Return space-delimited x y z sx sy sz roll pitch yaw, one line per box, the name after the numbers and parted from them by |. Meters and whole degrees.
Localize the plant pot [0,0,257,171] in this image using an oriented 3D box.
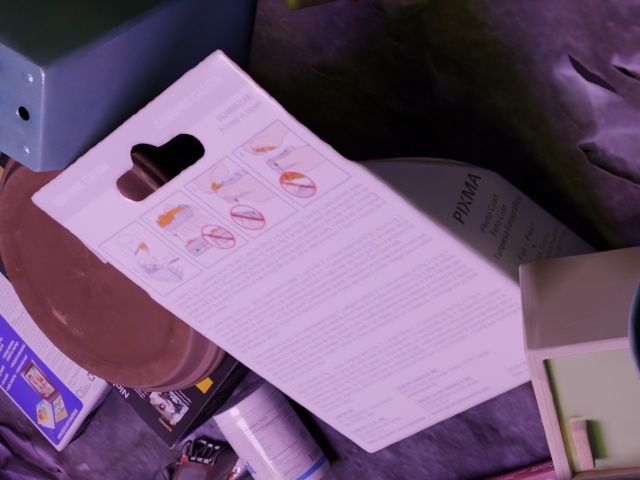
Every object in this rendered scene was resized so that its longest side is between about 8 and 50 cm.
-0.189 -0.166 1.582 0.165 0.234 0.165 30 134 21 | plant pot

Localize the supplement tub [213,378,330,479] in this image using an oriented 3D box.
-0.046 0.192 1.828 0.071 0.071 0.107 -30 96 48 | supplement tub

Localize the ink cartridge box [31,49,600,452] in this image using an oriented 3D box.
0.000 0.000 1.544 0.385 0.091 0.308 38 142 -17 | ink cartridge box

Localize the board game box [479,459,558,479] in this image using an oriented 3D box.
0.191 0.270 1.681 0.281 0.027 0.145 -23 100 40 | board game box

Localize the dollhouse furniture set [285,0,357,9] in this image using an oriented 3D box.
0.008 -0.313 1.417 0.262 0.135 0.259 27 121 25 | dollhouse furniture set

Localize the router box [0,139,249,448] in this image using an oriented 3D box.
-0.180 0.016 1.814 0.309 0.081 0.243 45 137 7 | router box

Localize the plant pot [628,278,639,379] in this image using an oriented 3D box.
0.373 0.123 1.285 0.271 0.272 0.255 8 140 37 | plant pot

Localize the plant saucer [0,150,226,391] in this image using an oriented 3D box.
-0.198 0.024 1.746 0.277 0.041 0.278 22 129 29 | plant saucer

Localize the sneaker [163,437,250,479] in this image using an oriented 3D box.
-0.116 0.228 1.925 0.158 0.061 0.065 -36 85 48 | sneaker

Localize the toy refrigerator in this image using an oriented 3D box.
0.222 0.131 1.446 0.102 0.094 0.269 -8 138 10 | toy refrigerator

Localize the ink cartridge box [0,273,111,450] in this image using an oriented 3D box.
-0.298 0.092 1.997 0.208 0.045 0.206 44 138 6 | ink cartridge box
